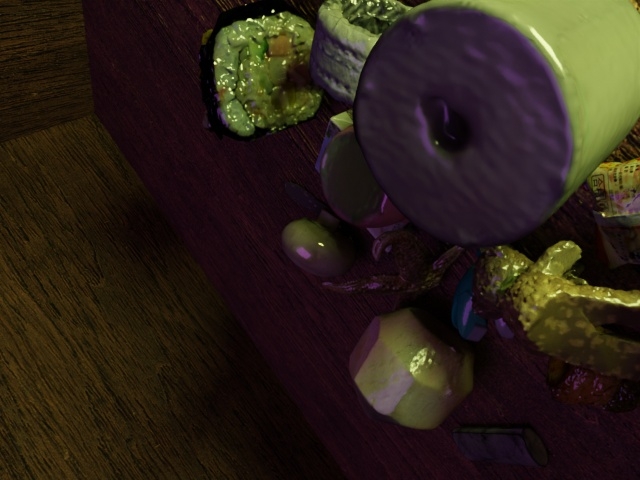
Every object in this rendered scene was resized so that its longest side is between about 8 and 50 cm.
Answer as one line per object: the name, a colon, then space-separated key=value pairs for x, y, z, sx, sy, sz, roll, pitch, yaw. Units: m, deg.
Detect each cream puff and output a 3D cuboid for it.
cream puff: x=0.568 y=0.266 z=0.975 sx=0.168 sy=0.183 sz=0.183 roll=21 pitch=139 yaw=10

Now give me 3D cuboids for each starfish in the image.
starfish: x=0.189 y=0.108 z=1.278 sx=0.432 sy=0.323 sz=0.083 roll=126 pitch=144 yaw=-55

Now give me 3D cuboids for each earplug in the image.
earplug: x=0.285 y=-0.211 z=0.711 sx=0.312 sy=0.394 sz=0.313 roll=30 pitch=136 yaw=33

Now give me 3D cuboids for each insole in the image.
insole: x=-0.039 y=-0.133 z=1.634 sx=0.248 sy=0.011 sz=0.081 roll=37 pitch=145 yaw=32

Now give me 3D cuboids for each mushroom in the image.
mushroom: x=0.000 y=0.000 z=1.519 sx=0.246 sy=0.246 sz=0.203 roll=27 pitch=95 yaw=42

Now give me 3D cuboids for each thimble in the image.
thimble: x=0.101 y=-0.389 z=0.994 sx=0.245 sy=0.217 sz=0.157 roll=23 pitch=138 yaw=6

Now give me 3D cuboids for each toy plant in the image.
toy plant: x=0.181 y=-0.118 z=0.947 sx=0.210 sy=0.356 sz=0.317 roll=-27 pitch=82 yaw=41

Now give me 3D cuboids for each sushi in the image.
sushi: x=-0.178 y=-0.441 z=1.278 sx=0.285 sy=0.327 sz=0.329 roll=34 pitch=144 yaw=53

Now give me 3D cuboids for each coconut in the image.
coconut: x=0.242 y=0.365 z=1.344 sx=0.352 sy=0.352 sz=0.353 roll=36 pitch=142 yaw=34

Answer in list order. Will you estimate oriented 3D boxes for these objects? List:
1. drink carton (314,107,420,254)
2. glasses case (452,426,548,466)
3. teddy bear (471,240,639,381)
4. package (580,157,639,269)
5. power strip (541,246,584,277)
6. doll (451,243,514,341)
drink carton: x=0.144 y=-0.155 z=1.229 sx=0.325 sy=0.132 sz=0.194 roll=51 pitch=149 yaw=17
glasses case: x=0.511 y=0.595 z=1.411 sx=0.114 sy=0.060 sz=0.299 roll=57 pitch=150 yaw=5
teddy bear: x=0.437 y=0.114 z=0.891 sx=0.295 sy=0.222 sz=0.247 roll=4 pitch=118 yaw=9
package: x=0.547 y=-0.043 z=0.764 sx=0.288 sy=0.108 sz=0.223 roll=-7 pitch=112 yaw=55
power strip: x=0.489 y=0.096 z=1.037 sx=0.081 sy=0.035 sz=0.192 roll=40 pitch=145 yaw=30
doll: x=0.386 y=0.108 z=1.067 sx=0.153 sy=0.195 sz=0.258 roll=14 pitch=132 yaw=-5
